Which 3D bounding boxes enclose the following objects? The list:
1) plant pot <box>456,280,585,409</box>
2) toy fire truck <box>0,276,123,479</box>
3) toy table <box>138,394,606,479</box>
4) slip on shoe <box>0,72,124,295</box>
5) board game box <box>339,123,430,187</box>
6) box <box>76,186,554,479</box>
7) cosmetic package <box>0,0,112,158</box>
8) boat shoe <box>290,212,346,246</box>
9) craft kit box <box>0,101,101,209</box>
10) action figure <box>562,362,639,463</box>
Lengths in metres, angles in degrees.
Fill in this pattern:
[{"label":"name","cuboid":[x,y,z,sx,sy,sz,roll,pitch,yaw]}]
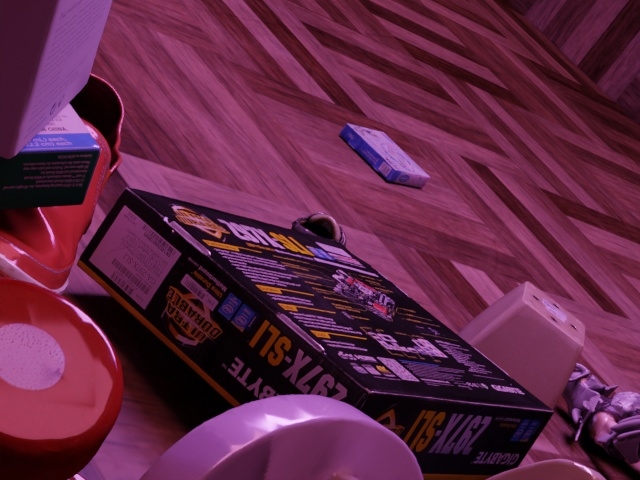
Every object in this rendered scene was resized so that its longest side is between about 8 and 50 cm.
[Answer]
[{"label":"plant pot","cuboid":[0.196,0.104,1.690,0.109,0.096,0.109,37,18,-1]},{"label":"toy fire truck","cuboid":[-0.243,0.107,0.767,0.302,0.169,0.254,37,41,1]},{"label":"toy table","cuboid":[0.024,0.194,0.918,0.161,0.252,0.274,31,12,32]},{"label":"slip on shoe","cuboid":[-0.207,-0.047,1.279,0.123,0.101,0.331,36,19,-10]},{"label":"board game box","cuboid":[0.078,-0.101,2.112,0.090,0.020,0.090,46,20,26]},{"label":"box","cuboid":[0.007,0.078,1.343,0.257,0.079,0.322,37,11,28]},{"label":"cosmetic package","cuboid":[-0.242,-0.213,1.114,0.224,0.224,0.138,25,32,3]},{"label":"boat shoe","cuboid":[0.000,0.000,1.649,0.056,0.049,0.152,39,17,5]},{"label":"craft kit box","cuboid":[-0.311,-0.109,1.179,0.250,0.061,0.246,-4,43,-35]},{"label":"action figure","cuboid":[0.351,0.208,1.734,0.285,0.099,0.185,37,26,13]}]
